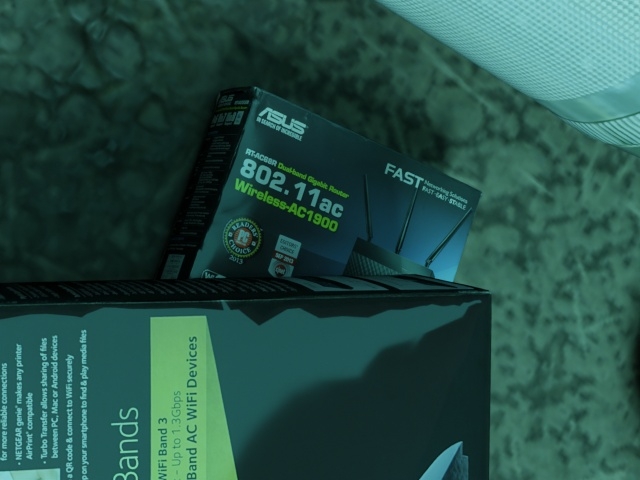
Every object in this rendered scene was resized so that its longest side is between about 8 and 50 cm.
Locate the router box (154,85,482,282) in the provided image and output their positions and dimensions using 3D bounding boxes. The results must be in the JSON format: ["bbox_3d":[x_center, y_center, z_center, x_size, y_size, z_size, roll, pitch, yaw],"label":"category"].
[{"bbox_3d":[0.000,0.000,0.847,0.122,0.038,0.092,23,78,-26],"label":"router box"}]

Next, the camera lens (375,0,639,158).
[{"bbox_3d":[0.115,-0.168,0.808,0.274,0.219,0.219,29,76,-25],"label":"camera lens"}]

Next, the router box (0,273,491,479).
[{"bbox_3d":[-0.060,0.169,0.764,0.242,0.081,0.309,0,94,-21],"label":"router box"}]
